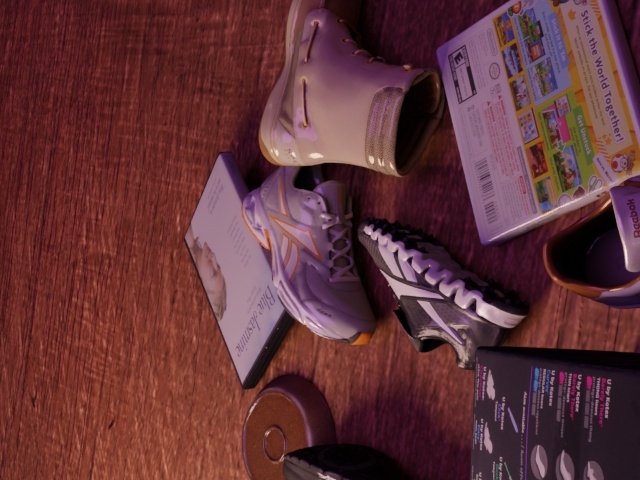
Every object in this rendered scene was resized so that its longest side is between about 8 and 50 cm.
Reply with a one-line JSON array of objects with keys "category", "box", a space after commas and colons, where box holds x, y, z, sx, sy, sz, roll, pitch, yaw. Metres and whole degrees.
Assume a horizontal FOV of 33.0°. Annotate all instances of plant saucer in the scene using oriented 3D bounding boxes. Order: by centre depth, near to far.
[{"category": "plant saucer", "box": [-0.046, 0.248, 1.315, 0.168, 0.029, 0.169, -6, 82, 48]}]

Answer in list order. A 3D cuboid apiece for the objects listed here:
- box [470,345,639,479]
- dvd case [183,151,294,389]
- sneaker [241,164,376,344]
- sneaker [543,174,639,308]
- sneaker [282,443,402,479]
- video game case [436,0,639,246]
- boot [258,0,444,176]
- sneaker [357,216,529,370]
[{"category": "box", "box": [0.243, 0.161, 0.822, 0.270, 0.165, 0.143, 173, 100, -73]}, {"category": "dvd case", "box": [-0.107, 0.039, 1.381, 0.253, 0.022, 0.180, 64, 144, 31]}, {"category": "sneaker", "box": [0.000, 0.000, 1.240, 0.121, 0.099, 0.262, -52, 51, 27]}, {"category": "sneaker", "box": [0.292, -0.012, 0.787, 0.290, 0.123, 0.106, -29, 63, 42]}, {"category": "sneaker", "box": [0.053, 0.300, 1.139, 0.286, 0.109, 0.130, 18, 104, 50]}, {"category": "video game case", "box": [0.214, -0.134, 1.056, 0.206, 0.026, 0.227, -29, 64, 44]}, {"category": "boot", "box": [0.050, -0.201, 1.203, 0.203, 0.095, 0.262, 10, 79, 40]}, {"category": "sneaker", "box": [0.106, 0.057, 1.121, 0.234, 0.078, 0.106, 37, 111, 43]}]
